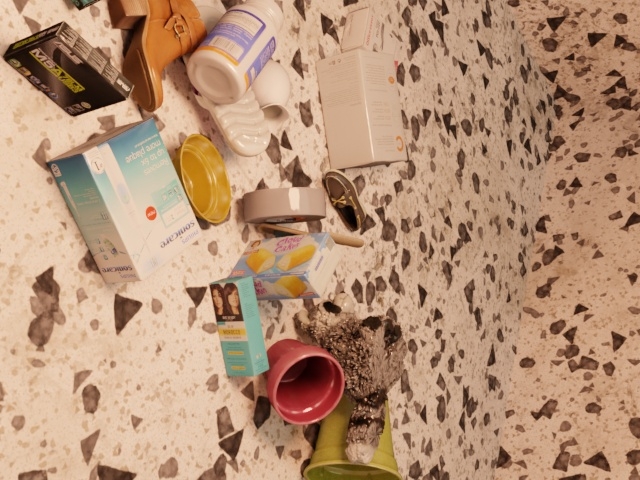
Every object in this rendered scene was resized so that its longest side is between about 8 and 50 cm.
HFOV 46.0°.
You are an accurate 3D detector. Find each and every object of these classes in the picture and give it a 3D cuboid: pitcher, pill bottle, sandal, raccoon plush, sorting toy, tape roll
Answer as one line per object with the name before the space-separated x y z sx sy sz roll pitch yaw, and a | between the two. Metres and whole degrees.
pitcher | -0.153 -0.373 2.035 0.125 0.178 0.207 19 45 -29
pill bottle | -0.195 -0.469 1.821 0.152 0.152 0.272 54 48 -34
sandal | -0.261 -0.393 1.909 0.169 0.102 0.417 -14 80 -35
raccoon plush | 0.038 0.353 2.063 0.216 0.299 0.447 51 52 -43
sorting toy | 0.000 0.000 2.095 0.307 0.229 0.041 12 87 -57
tape roll | -0.094 -0.090 1.990 0.219 0.219 0.072 2 84 -53

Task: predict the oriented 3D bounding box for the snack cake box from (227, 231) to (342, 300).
snack cake box | -0.093 0.069 1.931 0.089 0.264 0.152 55 45 -33

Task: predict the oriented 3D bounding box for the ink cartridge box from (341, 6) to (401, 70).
ink cartridge box | 0.173 -0.653 2.538 0.218 0.092 0.159 31 61 -45

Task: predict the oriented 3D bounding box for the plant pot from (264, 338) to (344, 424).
plant pot | -0.061 0.351 1.973 0.201 0.180 0.202 -8 110 -22

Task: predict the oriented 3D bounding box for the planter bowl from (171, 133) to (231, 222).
planter bowl | -0.307 -0.138 1.801 0.217 0.090 0.217 -13 90 -69

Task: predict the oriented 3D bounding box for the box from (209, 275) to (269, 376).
box | -0.204 0.216 1.898 0.060 0.100 0.244 -18 99 -52

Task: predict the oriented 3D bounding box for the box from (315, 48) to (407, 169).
box | 0.133 -0.408 2.385 0.215 0.168 0.346 -10 93 -54

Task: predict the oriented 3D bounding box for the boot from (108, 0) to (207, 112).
boot | -0.361 -0.446 1.773 0.220 0.109 0.284 -16 84 -45

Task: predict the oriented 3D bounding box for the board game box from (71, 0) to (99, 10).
board game box | -0.500 -0.590 1.648 0.126 0.026 0.186 53 44 -12

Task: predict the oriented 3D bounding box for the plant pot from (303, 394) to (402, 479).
plant pot | 0.099 0.557 2.159 0.276 0.276 0.254 42 41 -42

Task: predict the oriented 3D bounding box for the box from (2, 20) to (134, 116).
box | -0.502 -0.336 1.504 0.190 0.184 0.045 45 53 -42

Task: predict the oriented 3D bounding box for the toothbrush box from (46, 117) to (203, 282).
toothbrush box | -0.415 -0.085 1.637 0.216 0.126 0.296 -41 119 -48

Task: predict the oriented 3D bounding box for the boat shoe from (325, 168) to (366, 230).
boat shoe | 0.075 -0.124 2.339 0.228 0.081 0.069 55 41 -37
